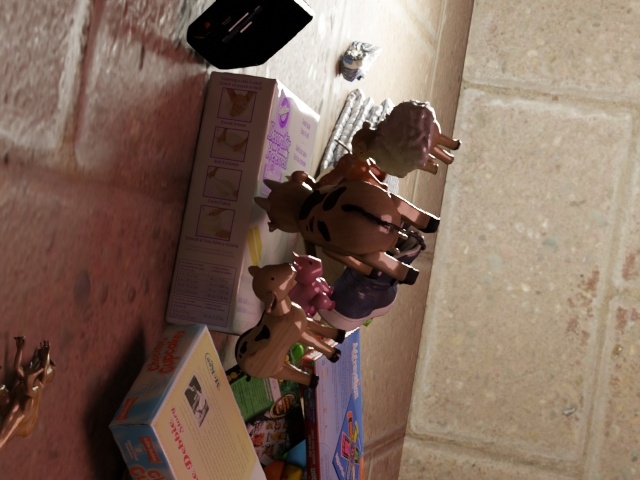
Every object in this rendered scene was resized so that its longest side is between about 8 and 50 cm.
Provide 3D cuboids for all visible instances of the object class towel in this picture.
[{"bbox_3d":[0.084,-0.103,2.450,0.235,0.121,0.284,87,18,-44],"label":"towel"}]

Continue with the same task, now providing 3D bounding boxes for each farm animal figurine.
[{"bbox_3d":[0.000,0.000,1.650,0.326,0.172,0.330,-26,-137,57],"label":"farm animal figurine"}]

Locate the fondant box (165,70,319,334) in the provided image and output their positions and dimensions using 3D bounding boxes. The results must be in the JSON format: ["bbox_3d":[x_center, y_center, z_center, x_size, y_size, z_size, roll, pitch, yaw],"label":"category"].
[{"bbox_3d":[-0.098,-0.037,1.796,0.238,0.096,0.330,26,72,-75],"label":"fondant box"}]

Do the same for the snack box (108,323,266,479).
[{"bbox_3d":[-0.142,0.283,1.607,0.187,0.060,0.322,-65,143,-53],"label":"snack box"}]

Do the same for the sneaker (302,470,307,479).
[{"bbox_3d":[-0.038,0.431,2.378,0.217,0.079,0.121,56,46,-69],"label":"sneaker"}]

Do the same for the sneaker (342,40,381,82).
[{"bbox_3d":[0.068,-0.321,2.417,0.135,0.052,0.058,-42,149,-58],"label":"sneaker"}]

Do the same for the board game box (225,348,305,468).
[{"bbox_3d":[-0.091,0.257,2.001,0.136,0.030,0.260,-29,144,-17],"label":"board game box"}]

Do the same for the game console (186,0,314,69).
[{"bbox_3d":[-0.004,-0.340,1.644,0.361,0.044,0.213,-41,171,8],"label":"game console"}]

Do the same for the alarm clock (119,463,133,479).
[{"bbox_3d":[-0.212,0.318,1.625,0.192,0.064,0.129,-62,158,-59],"label":"alarm clock"}]

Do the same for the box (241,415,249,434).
[{"bbox_3d":[-0.151,0.481,1.799,0.318,0.097,0.395,73,23,-45],"label":"box"}]

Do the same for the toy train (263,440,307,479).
[{"bbox_3d":[-0.067,0.415,2.115,0.105,0.143,0.248,80,23,-52],"label":"toy train"}]

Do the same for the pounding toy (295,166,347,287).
[{"bbox_3d":[0.004,0.026,1.968,0.206,0.094,0.181,-50,142,-42],"label":"pounding toy"}]

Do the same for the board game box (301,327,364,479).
[{"bbox_3d":[0.022,0.286,2.079,0.145,0.027,0.281,-30,123,-54],"label":"board game box"}]

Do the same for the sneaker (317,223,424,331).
[{"bbox_3d":[0.090,0.026,1.854,0.163,0.086,0.226,-58,173,22],"label":"sneaker"}]

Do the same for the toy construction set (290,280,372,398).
[{"bbox_3d":[-0.014,0.136,2.138,0.215,0.151,0.327,-56,157,1],"label":"toy construction set"}]

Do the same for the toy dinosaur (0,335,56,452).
[{"bbox_3d":[-0.282,0.153,1.255,0.183,0.053,0.093,-65,161,-49],"label":"toy dinosaur"}]
